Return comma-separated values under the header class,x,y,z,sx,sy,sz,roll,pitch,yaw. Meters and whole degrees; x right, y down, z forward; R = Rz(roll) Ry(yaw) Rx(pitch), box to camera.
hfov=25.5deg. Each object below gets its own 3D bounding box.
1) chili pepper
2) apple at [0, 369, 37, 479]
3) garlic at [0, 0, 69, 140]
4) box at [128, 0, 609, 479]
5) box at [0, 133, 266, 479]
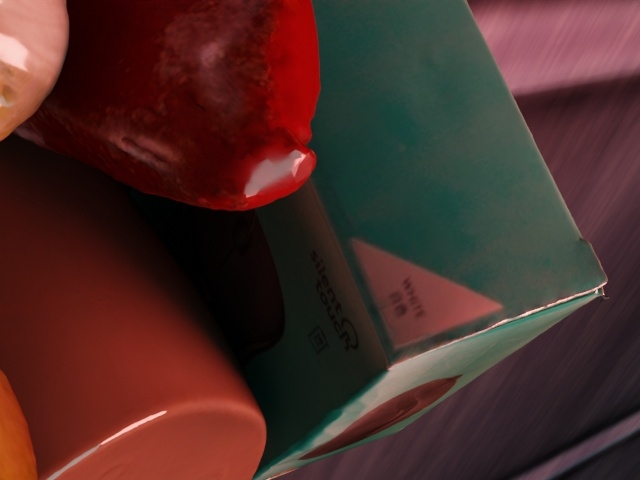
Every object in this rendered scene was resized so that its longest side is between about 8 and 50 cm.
class,x,y,z,sx,sy,sz,roll,pitch,yaw
chili pepper,-0.069,-0.089,0.568,0.144,0.252,0.136,-12,124,-38
apple,-0.253,0.059,0.478,0.254,0.346,0.179,-20,109,-55
garlic,-0.177,-0.121,0.446,0.227,0.152,0.228,-14,126,-20
box,0.000,0.000,0.756,0.118,0.205,0.311,-20,168,-23
box,-0.181,0.091,0.723,0.301,0.216,0.301,-37,155,-20
